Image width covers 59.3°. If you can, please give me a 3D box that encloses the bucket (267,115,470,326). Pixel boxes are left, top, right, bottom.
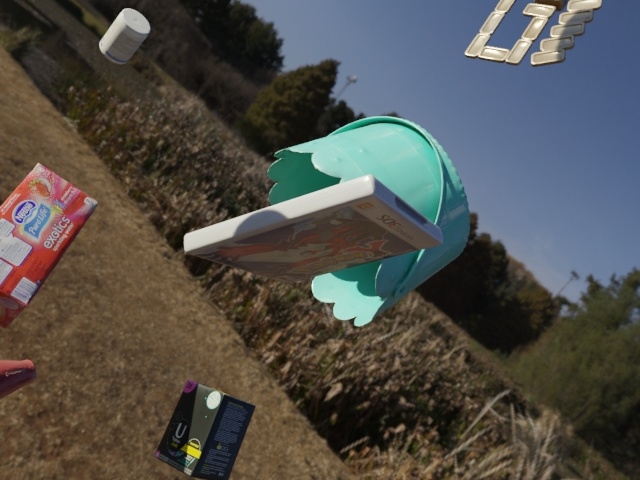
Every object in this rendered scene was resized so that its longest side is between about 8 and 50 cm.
[{"bbox_3d":[0.068,-0.038,0.821,0.281,0.183,0.281,46,-29,35],"label":"bucket"}]

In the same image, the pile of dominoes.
[{"bbox_3d":[0.428,-0.424,1.087,0.196,0.251,0.040,28,-12,37],"label":"pile of dominoes"}]

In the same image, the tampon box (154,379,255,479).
[{"bbox_3d":[-0.229,0.380,1.125,0.120,0.161,0.101,5,-23,40],"label":"tampon box"}]

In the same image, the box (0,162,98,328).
[{"bbox_3d":[-0.525,0.006,0.990,0.128,0.122,0.257,38,43,-23],"label":"box"}]

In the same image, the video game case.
[{"bbox_3d":[0.000,0.000,0.567,0.183,0.201,0.023,25,55,-57],"label":"video game case"}]

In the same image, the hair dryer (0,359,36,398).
[{"bbox_3d":[-0.534,0.148,0.781,0.293,0.080,0.224,43,42,-37],"label":"hair dryer"}]

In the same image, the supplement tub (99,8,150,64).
[{"bbox_3d":[-0.431,-0.447,1.237,0.071,0.107,0.071,31,43,-34],"label":"supplement tub"}]
